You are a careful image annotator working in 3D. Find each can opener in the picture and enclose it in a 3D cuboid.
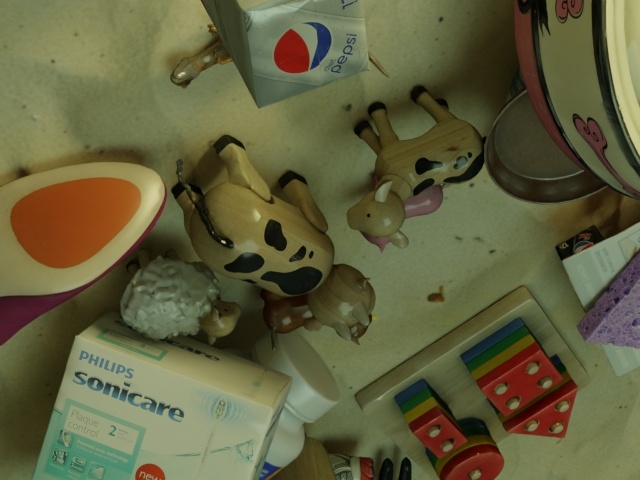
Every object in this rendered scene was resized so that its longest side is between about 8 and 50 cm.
[{"bbox_3d":[0.098,0.357,1.980,0.059,0.073,0.186,-3,132,-16],"label":"can opener"}]

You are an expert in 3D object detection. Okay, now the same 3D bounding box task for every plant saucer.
[{"bbox_3d":[0.241,-0.107,1.440,0.168,0.029,0.168,-7,135,-7],"label":"plant saucer"}]

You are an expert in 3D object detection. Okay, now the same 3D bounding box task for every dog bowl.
[{"bbox_3d":[0.347,-0.213,1.327,0.408,0.150,0.408,-5,99,-35],"label":"dog bowl"}]

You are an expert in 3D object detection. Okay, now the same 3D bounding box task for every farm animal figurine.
[{"bbox_3d":[0.000,0.000,1.463,0.326,0.172,0.330,8,128,-35],"label":"farm animal figurine"}]

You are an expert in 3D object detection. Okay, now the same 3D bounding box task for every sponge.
[{"bbox_3d":[0.408,0.047,1.720,0.117,0.031,0.210,10,130,-36],"label":"sponge"}]

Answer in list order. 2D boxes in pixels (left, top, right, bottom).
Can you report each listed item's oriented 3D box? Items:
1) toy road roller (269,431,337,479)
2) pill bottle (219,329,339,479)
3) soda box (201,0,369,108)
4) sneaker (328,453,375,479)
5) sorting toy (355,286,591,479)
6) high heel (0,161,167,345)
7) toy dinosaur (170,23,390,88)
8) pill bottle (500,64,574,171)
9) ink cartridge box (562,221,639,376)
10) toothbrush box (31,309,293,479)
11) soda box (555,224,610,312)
[{"bbox_3d":[-0.137,0.380,1.769,0.240,0.202,0.329,16,126,-34],"label":"toy road roller"},{"bbox_3d":[-0.115,0.219,1.645,0.272,0.152,0.152,-38,139,13],"label":"pill bottle"},{"bbox_3d":[-0.059,-0.233,1.095,0.091,0.286,0.098,-20,141,-10],"label":"soda box"},{"bbox_3d":[-0.013,0.353,1.915,0.092,0.088,0.225,18,125,-16],"label":"sneaker"},{"bbox_3d":[0.217,0.216,1.879,0.257,0.089,0.255,-34,140,7],"label":"sorting toy"},{"bbox_3d":[-0.318,0.044,1.418,0.377,0.127,0.181,-26,169,-9],"label":"high heel"},{"bbox_3d":[-0.038,-0.191,1.342,0.211,0.064,0.112,-9,155,-9],"label":"toy dinosaur"},{"bbox_3d":[0.244,-0.134,1.511,0.108,0.108,0.180,-5,136,-25],"label":"pill bottle"},{"bbox_3d":[0.483,-0.019,1.786,0.385,0.091,0.308,-30,140,5],"label":"ink cartridge box"},{"bbox_3d":[-0.180,0.251,1.517,0.216,0.126,0.296,21,102,4],"label":"toothbrush box"},{"bbox_3d":[0.347,0.055,1.811,0.060,0.053,0.169,-31,140,3],"label":"soda box"}]
